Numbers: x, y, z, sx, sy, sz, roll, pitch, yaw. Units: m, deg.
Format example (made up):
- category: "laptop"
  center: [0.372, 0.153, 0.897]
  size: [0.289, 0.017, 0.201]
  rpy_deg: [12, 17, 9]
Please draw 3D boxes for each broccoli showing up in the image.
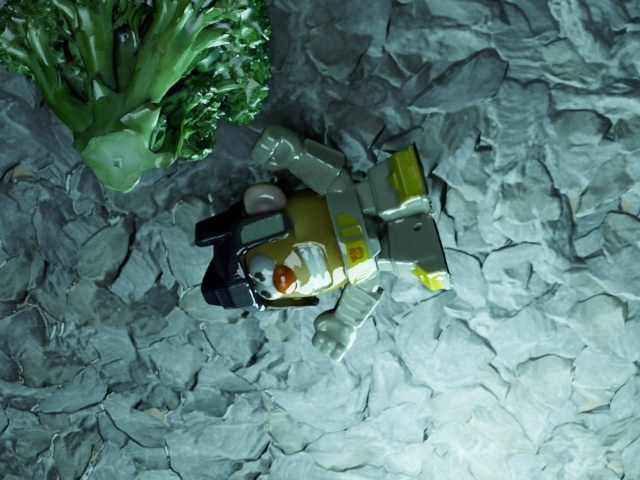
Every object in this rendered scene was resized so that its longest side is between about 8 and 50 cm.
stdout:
- category: "broccoli"
  center: [-0.185, -0.191, 1.353]
  size: [0.308, 0.275, 0.307]
  rpy_deg: [-1, 139, -1]

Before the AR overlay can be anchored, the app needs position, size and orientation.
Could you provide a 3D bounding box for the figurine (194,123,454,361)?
- category: "figurine"
  center: [0.001, 0.002, 1.518]
  size: [0.309, 0.143, 0.308]
  rpy_deg: [1, 101, 7]
